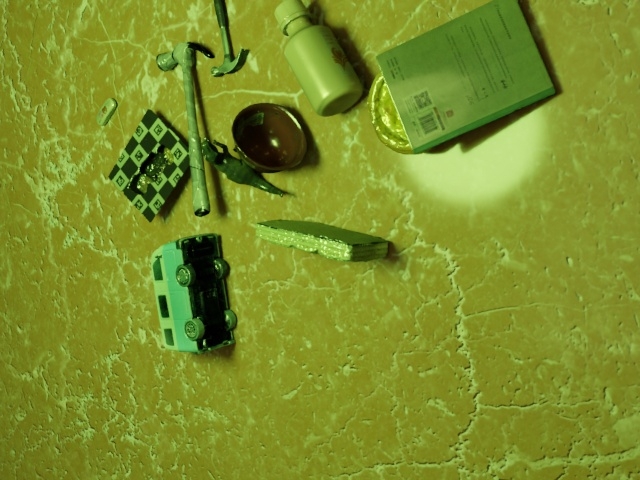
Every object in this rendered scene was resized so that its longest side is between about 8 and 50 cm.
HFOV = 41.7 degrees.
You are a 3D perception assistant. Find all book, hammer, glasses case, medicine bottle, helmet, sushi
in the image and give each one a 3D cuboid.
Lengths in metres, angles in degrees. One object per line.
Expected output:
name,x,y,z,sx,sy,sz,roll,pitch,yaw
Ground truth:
book,0.265,-0.309,1.561,0.283,0.025,0.215,-21,83,13
hammer,-0.224,-0.508,1.939,0.103,0.029,0.246,-10,88,35
hammer,-0.305,-0.263,1.981,0.152,0.044,0.427,-11,81,33
glasses case,-0.559,-0.335,2.190,0.032,0.021,0.083,51,120,18
medicine bottle,-0.014,-0.388,1.752,0.114,0.114,0.252,-37,74,32
helmet,-0.112,-0.204,1.840,0.175,0.155,0.106,36,154,10
sushi,-0.407,-0.183,2.084,0.192,0.050,0.215,44,109,22

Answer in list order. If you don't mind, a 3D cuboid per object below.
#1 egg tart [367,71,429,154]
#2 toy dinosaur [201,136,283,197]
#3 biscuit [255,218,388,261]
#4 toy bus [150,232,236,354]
egg tart,0.180,-0.262,1.654,0.191,0.074,0.191,4,98,33
toy dinosaur,-0.193,-0.147,1.879,0.087,0.187,0.179,-54,39,28
biscuit,0.000,0.000,1.760,0.252,0.150,0.052,15,102,32
toy bus,-0.314,0.126,2.003,0.165,0.133,0.271,-6,93,39
